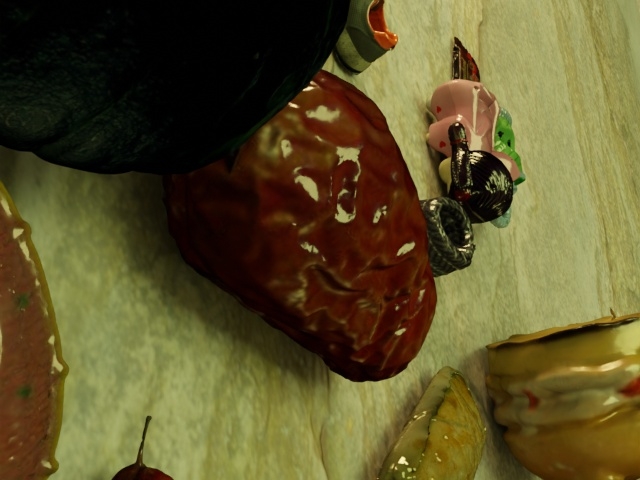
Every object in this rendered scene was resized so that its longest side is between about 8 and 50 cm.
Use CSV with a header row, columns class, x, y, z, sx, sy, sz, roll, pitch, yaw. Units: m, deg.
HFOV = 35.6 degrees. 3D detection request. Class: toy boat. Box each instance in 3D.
class,x,y,z,sx,sy,sz,roll,pitch,yaw
toy boat,-0.229,0.038,0.575,0.141,0.099,0.318,-19,89,-20

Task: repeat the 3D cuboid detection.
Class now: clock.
class,x,y,z,sx,sy,sz,roll,pitch,yaw
clock,0.232,-0.111,1.438,0.194,0.100,0.195,31,49,-51

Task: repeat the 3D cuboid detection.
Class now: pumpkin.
class,x,y,z,sx,sy,sz,roll,pitch,yaw
pumpkin,-0.144,-0.221,0.663,0.363,0.266,0.363,30,39,-27

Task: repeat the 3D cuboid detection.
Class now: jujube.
class,x,y,z,sx,sy,sz,roll,pitch,yaw
jujube,0.000,0.000,0.886,0.342,0.216,0.216,60,28,-45

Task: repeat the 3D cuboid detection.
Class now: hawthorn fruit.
class,x,y,z,sx,sy,sz,roll,pitch,yaw
hawthorn fruit,-0.126,0.173,0.683,0.067,0.067,0.103,-5,90,-60

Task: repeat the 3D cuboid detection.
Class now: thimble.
class,x,y,z,sx,sy,sz,roll,pitch,yaw
thimble,0.148,-0.010,1.266,0.104,0.066,0.095,50,37,-31

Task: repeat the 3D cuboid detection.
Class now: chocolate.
class,x,y,z,sx,sy,sz,roll,pitch,yaw
chocolate,0.236,-0.251,1.601,0.086,0.028,0.182,46,39,-32

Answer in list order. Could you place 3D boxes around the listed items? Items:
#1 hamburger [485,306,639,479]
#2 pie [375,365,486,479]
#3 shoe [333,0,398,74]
class,x,y,z,sx,sy,sz,roll,pitch,yaw
hamburger,0.356,0.214,1.291,0.276,0.276,0.236,-3,78,-60
pie,0.132,0.235,1.094,0.128,0.068,0.282,67,25,-8
shoe,0.040,-0.311,1.251,0.074,0.077,0.194,-15,86,-60
